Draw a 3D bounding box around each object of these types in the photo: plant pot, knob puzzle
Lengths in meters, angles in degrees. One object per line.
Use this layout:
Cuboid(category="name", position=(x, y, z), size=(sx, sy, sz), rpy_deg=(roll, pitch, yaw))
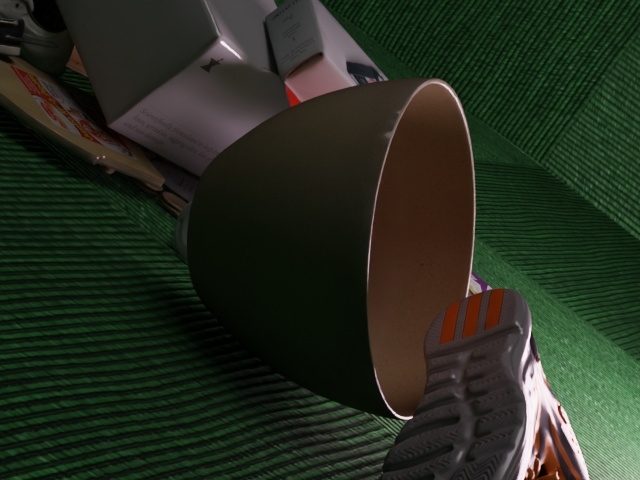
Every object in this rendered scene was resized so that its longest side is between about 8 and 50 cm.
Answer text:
Cuboid(category="plant pot", position=(0.000, 0.000, 1.622), size=(0.191, 0.284, 0.284), rpy_deg=(5, 2, 21))
Cuboid(category="knob puzzle", position=(-0.259, -0.118, 1.826), size=(0.213, 0.030, 0.213), rpy_deg=(33, 13, -9))

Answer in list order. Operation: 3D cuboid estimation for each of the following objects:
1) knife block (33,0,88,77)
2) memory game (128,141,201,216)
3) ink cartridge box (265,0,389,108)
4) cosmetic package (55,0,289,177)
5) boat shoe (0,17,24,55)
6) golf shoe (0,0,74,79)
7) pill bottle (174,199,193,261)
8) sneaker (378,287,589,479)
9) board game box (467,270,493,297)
Cuboid(category="knife block", position=(-0.251, -0.230, 2.125), size=(0.275, 0.088, 0.242), rpy_deg=(37, 14, 8))
Cuboid(category="memory game", position=(-0.134, -0.049, 1.931), size=(0.186, 0.012, 0.186), rpy_deg=(33, 12, -8))
Cuboid(category="ink cartridge box", position=(0.059, -0.088, 1.905), size=(0.275, 0.060, 0.239), rpy_deg=(46, 18, -34))
Cuboid(category="cosmetic package", position=(-0.167, -0.268, 1.979), size=(0.217, 0.156, 0.385), rpy_deg=(31, 31, -54))
Cuboid(category="boat shoe", position=(-0.346, -0.208, 1.844), size=(0.125, 0.038, 0.046), rpy_deg=(12, 4, -9))
Cuboid(category="golf shoe", position=(-0.326, -0.226, 1.929), size=(0.176, 0.086, 0.069), rpy_deg=(30, 15, -14))
Cuboid(category="pill bottle", position=(-0.077, 0.000, 1.779), size=(0.065, 0.065, 0.116), rpy_deg=(43, 15, 33))
Cuboid(category="sneaker", position=(0.149, 0.190, 1.525), size=(0.180, 0.124, 0.321), rpy_deg=(60, 29, -24))
Cuboid(category="board game box", position=(0.106, 0.045, 2.052), size=(0.208, 0.056, 0.347), rpy_deg=(45, 11, -1))
